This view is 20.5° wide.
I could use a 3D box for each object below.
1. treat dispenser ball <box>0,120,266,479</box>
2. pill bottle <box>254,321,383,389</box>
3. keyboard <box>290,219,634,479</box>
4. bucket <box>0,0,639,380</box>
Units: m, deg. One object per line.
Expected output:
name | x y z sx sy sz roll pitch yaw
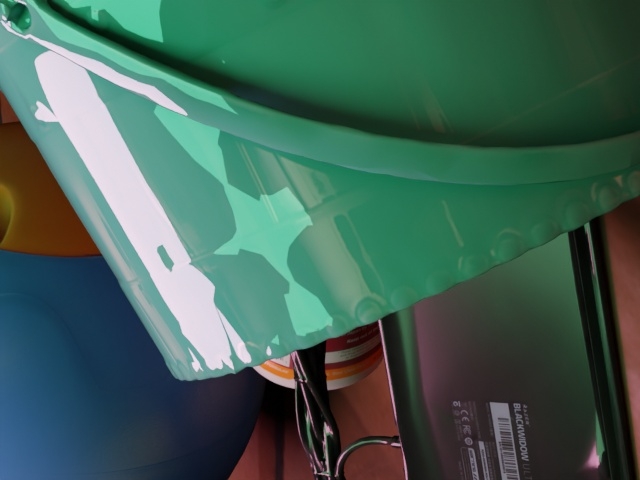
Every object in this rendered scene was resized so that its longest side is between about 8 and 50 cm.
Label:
treat dispenser ball | -0.176 0.068 1.115 0.288 0.288 0.288 43 142 47
pill bottle | 0.000 0.000 0.950 0.086 0.086 0.152 48 145 41
keyboard | 0.064 0.099 0.883 0.201 0.033 0.317 1 108 34
bucket | 0.015 -0.080 0.664 0.183 0.281 0.281 64 155 -5
